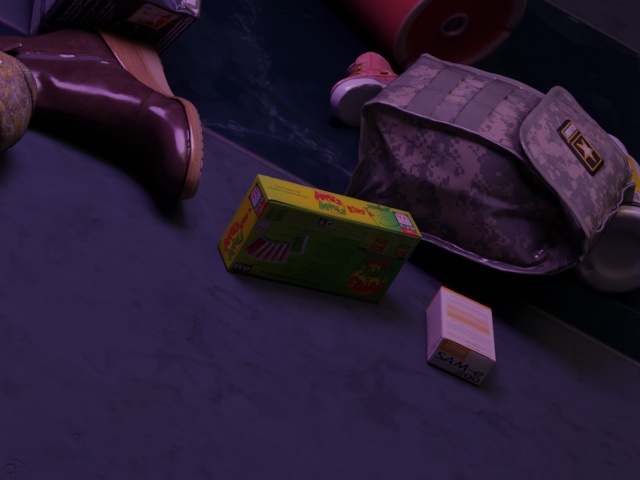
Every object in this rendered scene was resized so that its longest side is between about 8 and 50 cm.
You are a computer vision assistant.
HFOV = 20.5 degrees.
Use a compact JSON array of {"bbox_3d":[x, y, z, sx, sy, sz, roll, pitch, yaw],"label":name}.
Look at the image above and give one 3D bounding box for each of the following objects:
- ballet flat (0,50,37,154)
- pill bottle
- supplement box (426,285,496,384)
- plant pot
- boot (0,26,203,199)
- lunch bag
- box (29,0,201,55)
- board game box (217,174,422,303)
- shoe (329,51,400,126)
[{"bbox_3d":[-0.427,-0.167,1.609,0.348,0.123,0.123,22,29,-17],"label":"ballet flat"},{"bbox_3d":[0.344,-0.039,2.141,0.119,0.119,0.208,23,29,-16],"label":"pill bottle"},{"bbox_3d":[0.142,0.097,1.807,0.062,0.036,0.098,25,28,-11],"label":"supplement box"},{"bbox_3d":[0.135,-0.368,2.352,0.275,0.275,0.243,5,47,-40],"label":"plant pot"},{"bbox_3d":[-0.240,-0.127,1.779,0.207,0.090,0.248,0,41,-26],"label":"boot"},{"bbox_3d":[0.198,-0.082,1.957,0.287,0.169,0.235,19,26,14],"label":"lunch bag"},{"bbox_3d":[-0.216,-0.333,1.922,0.142,0.163,0.247,17,63,-25],"label":"box"},{"bbox_3d":[0.000,0.000,1.765,0.181,0.092,0.043,13,33,-30],"label":"board game box"},{"bbox_3d":[0.051,-0.186,2.157,0.081,0.063,0.178,45,25,27],"label":"shoe"}]
